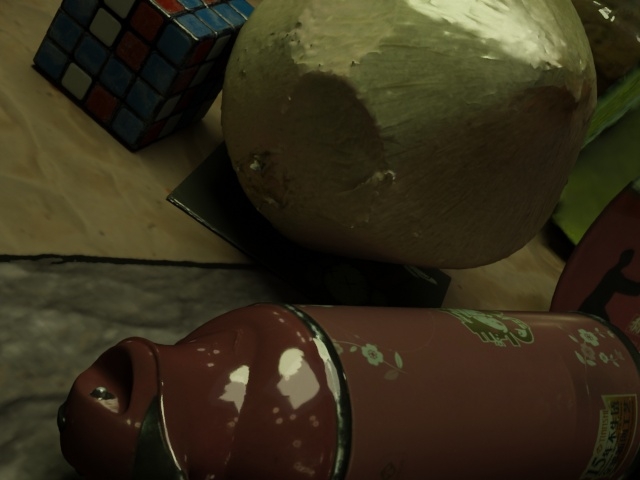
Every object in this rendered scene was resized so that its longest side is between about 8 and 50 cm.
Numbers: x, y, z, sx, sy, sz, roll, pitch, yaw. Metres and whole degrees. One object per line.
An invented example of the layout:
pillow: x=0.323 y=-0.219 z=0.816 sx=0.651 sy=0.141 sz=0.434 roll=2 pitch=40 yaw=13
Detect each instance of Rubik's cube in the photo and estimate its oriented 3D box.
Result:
Rubik's cube: x=-0.110 y=-0.130 z=0.712 sx=0.092 sy=0.092 sz=0.092 roll=41 pitch=31 yaw=6

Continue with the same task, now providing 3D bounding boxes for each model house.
model house: x=0.307 y=-0.070 z=0.955 sx=0.170 sy=0.194 sz=0.211 roll=43 pitch=23 yaw=-6

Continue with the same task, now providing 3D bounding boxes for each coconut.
coconut: x=0.060 y=-0.087 z=0.665 sx=0.224 sy=0.224 sz=0.234 roll=20 pitch=-3 yaw=-26

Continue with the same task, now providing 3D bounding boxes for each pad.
pad: x=0.000 y=0.000 z=0.734 sx=0.190 sy=0.004 sz=0.127 roll=35 pitch=31 yaw=-2

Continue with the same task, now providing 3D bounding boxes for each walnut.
walnut: x=0.358 y=-0.225 z=1.242 sx=0.230 sy=0.178 sz=0.178 roll=40 pitch=31 yaw=-3

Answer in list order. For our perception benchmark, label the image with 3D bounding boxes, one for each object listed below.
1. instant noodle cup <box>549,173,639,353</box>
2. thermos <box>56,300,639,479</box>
instant noodle cup: x=0.296 y=0.066 z=0.744 sx=0.178 sy=0.235 sz=0.234 roll=33 pitch=30 yaw=-26
thermos: x=0.020 y=0.076 z=0.549 sx=0.330 sy=0.109 sz=0.136 roll=5 pitch=44 yaw=-41
